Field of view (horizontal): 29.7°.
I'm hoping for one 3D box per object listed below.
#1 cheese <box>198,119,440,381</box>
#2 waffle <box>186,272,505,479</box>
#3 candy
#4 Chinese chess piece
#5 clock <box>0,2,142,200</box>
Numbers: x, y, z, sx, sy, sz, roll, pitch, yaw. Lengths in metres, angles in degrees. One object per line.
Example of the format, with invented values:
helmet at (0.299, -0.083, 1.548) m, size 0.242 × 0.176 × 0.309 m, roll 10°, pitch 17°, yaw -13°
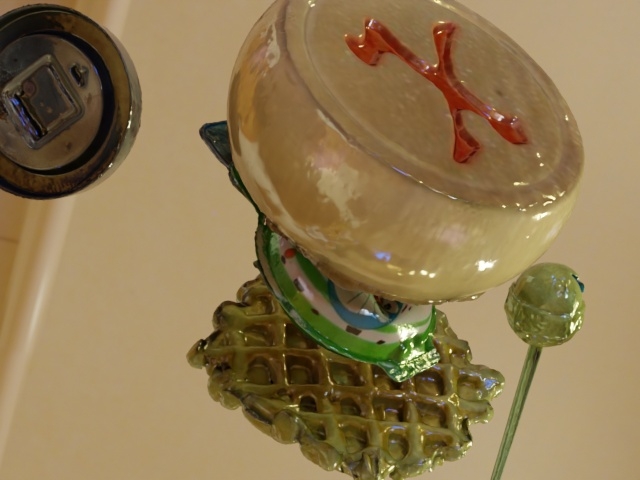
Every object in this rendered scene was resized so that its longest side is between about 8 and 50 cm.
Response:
cheese at (0.000, 0.000, 1.163) m, size 0.320 × 0.204 × 0.083 m, roll 54°, pitch -50°, yaw 16°
waffle at (0.033, 0.140, 1.308) m, size 0.297 × 0.317 × 0.073 m, roll -31°, pitch 149°, yaw -44°
candy at (0.232, 0.181, 1.398) m, size 0.093 × 0.092 × 0.336 m, roll 24°, pitch -66°, yaw 32°
Chinese chess piece at (0.077, -0.099, 1.114) m, size 0.140 × 0.338 × 0.338 m, roll -55°, pitch -156°, yaw 39°
clock at (-0.299, -0.151, 1.335) m, size 0.042 × 0.214 × 0.215 m, roll -11°, pitch 118°, yaw -74°
